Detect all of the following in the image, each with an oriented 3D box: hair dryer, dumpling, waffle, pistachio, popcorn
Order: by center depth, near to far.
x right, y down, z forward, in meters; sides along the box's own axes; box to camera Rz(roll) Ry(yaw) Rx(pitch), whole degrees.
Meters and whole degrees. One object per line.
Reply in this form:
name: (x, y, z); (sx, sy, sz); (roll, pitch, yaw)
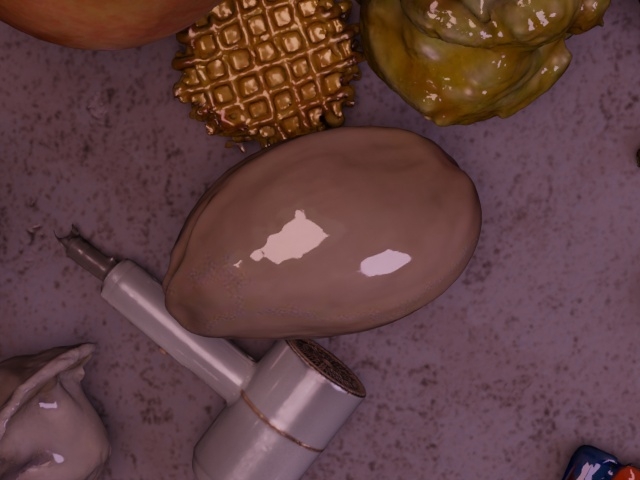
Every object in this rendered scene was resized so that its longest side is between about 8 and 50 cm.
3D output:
popcorn: (0.147, -0.233, 1.682); (0.225, 0.276, 0.277); (10, 97, -2)
pistachio: (0.000, 0.000, 1.729); (0.331, 0.208, 0.226); (-15, 129, -21)
dumpling: (-0.300, 0.233, 1.786); (0.175, 0.227, 0.243); (-5, 104, 6)
waffle: (-0.053, -0.182, 1.797); (0.193, 0.070, 0.197); (15, 100, 2)
hair dryer: (-0.141, 0.108, 1.836); (0.357, 0.107, 0.173); (40, 97, 8)

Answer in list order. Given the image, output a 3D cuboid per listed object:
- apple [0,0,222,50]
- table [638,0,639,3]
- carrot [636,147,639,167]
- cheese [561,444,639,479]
apple: (-0.210, -0.368, 1.623); (0.391, 0.346, 0.392); (9, 107, 31)
table: (0.383, -0.285, 1.699); (0.193, 0.172, 0.169); (-28, 95, 11)
carrot: (0.361, -0.091, 1.795); (0.093, 0.032, 0.032); (-14, 96, 3)
cheese: (0.391, 0.309, 1.792); (0.329, 0.129, 0.217); (22, 103, 19)
